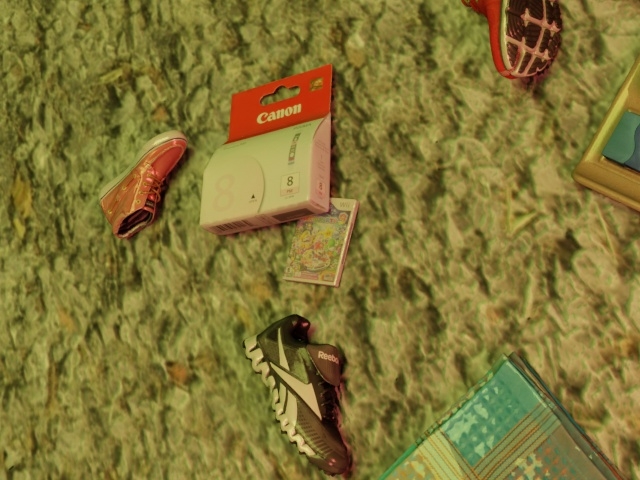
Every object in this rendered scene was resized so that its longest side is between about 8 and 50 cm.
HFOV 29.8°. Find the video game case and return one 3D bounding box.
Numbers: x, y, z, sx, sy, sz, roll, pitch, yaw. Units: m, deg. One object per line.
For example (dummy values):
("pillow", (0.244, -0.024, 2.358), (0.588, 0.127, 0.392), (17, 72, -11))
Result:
("video game case", (0.000, 0.000, 1.628), (0.087, 0.011, 0.122), (6, 74, 34))

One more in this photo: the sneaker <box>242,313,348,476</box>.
("sneaker", (-0.013, 0.185, 1.522), (0.106, 0.078, 0.234), (-42, 53, 14))

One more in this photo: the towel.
("towel", (0.169, 0.342, 1.372), (0.370, 0.040, 0.271), (-45, 54, 9))

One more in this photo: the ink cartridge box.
("ink cartridge box", (-0.076, -0.134, 1.694), (0.189, 0.066, 0.233), (-12, 68, 32))

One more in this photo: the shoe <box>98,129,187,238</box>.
("shoe", (-0.255, -0.081, 1.790), (0.178, 0.063, 0.081), (-40, 57, 19))

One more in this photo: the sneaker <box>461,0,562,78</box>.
("sneaker", (0.236, -0.323, 1.574), (0.118, 0.107, 0.279), (-26, 55, 43))

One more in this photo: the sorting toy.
("sorting toy", (0.461, -0.112, 1.367), (0.307, 0.041, 0.229), (31, 89, 36))
